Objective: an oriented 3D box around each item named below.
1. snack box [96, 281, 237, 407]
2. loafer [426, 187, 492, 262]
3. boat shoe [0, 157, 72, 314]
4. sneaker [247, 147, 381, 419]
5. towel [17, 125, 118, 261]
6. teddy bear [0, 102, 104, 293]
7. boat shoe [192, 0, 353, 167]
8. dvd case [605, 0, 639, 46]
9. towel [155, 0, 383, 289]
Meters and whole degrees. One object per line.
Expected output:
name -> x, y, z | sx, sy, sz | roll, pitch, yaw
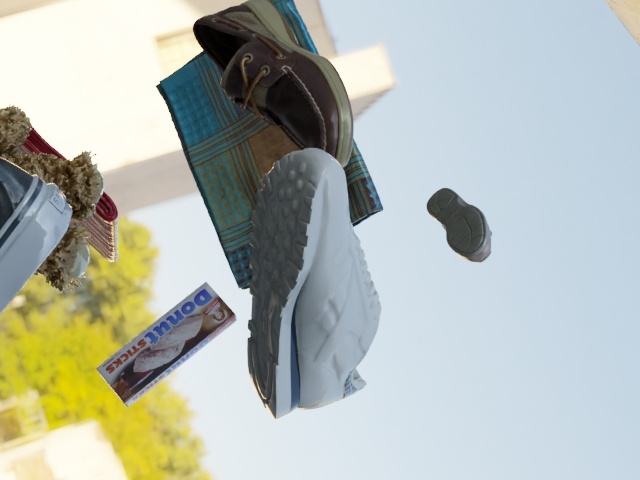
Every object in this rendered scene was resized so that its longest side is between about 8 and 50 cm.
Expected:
snack box -> -0.194, 0.131, 1.635 | 0.064, 0.178, 0.022 | 45, -14, 25
loafer -> 0.142, -0.011, 1.247 | 0.039, 0.045, 0.125 | 44, 8, -30
boat shoe -> -0.335, 0.066, 0.996 | 0.119, 0.335, 0.121 | 38, 0, -17
sneaker -> 0.001, 0.030, 0.994 | 0.090, 0.094, 0.235 | -121, -149, -48
towel -> -0.369, -0.066, 1.904 | 0.199, 0.031, 0.275 | 43, -16, 4
teddy bear -> -0.378, -0.037, 1.456 | 0.113, 0.338, 0.245 | 18, -69, 36
boat shoe -> -0.070, -0.201, 1.659 | 0.342, 0.123, 0.123 | 57, -32, 41
dvd case -> 0.462, -0.254, 1.633 | 0.180, 0.022, 0.253 | 42, 0, -34
towel -> -0.084, -0.148, 1.910 | 0.040, 0.271, 0.370 | 8, 55, -59
